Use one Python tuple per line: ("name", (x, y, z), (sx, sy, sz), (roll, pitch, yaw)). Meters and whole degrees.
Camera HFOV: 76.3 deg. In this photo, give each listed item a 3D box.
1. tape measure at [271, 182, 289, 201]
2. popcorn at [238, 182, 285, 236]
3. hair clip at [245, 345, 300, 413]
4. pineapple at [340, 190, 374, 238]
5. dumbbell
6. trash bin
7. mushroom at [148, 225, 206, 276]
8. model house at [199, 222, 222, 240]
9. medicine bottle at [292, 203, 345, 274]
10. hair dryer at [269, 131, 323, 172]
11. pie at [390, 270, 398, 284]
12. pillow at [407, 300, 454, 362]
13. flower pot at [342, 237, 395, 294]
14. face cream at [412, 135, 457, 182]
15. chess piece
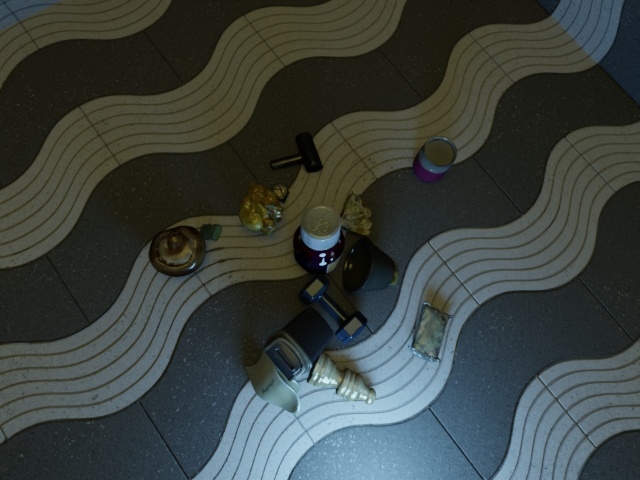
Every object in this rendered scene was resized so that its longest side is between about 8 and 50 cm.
("tape measure", (-0.200, -0.232, 2.005), (0.091, 0.054, 0.094), (7, 82, -4))
("popcorn", (-0.288, -0.138, 1.905), (0.190, 0.191, 0.253), (-8, 57, -45))
("hair clip", (-0.194, 0.616, 1.751), (0.282, 0.113, 0.172), (40, 115, -3))
("pineapple", (0.164, -0.113, 1.974), (0.186, 0.114, 0.236), (-17, 81, -8))
("dumbbell", (0.055, 0.307, 1.846), (0.325, 0.160, 0.144), (44, 108, 8))
("trash bin", (-0.093, 0.437, 1.735), (0.209, 0.182, 0.290), (49, 44, 3))
("mushroom", (-0.645, 0.047, 1.853), (0.253, 0.153, 0.253), (1, 74, -3))
("model house", (-0.525, -0.047, 1.940), (0.083, 0.066, 0.078), (15, 86, 18))
("medicine bottle", (0.000, 0.000, 1.794), (0.243, 0.395, 0.242), (2, 72, -6))
("hair dryer", (-0.135, -0.418, 2.045), (0.251, 0.089, 0.197), (-18, 78, -2))
("pie", (0.336, 0.174, 1.960), (0.084, 0.021, 0.084), (1, 75, -4))
("pillow", (0.509, 0.429, 1.893), (0.169, 0.059, 0.254), (23, 74, 1))
("flower pot", (0.232, 0.132, 1.868), (0.166, 0.269, 0.268), (15, 75, -20))
("face cream", (0.567, -0.403, 2.028), (0.175, 0.195, 0.175), (1, 75, -2))
("chess piece", (0.106, 0.620, 1.796), (0.307, 0.124, 0.138), (26, 43, -1))
